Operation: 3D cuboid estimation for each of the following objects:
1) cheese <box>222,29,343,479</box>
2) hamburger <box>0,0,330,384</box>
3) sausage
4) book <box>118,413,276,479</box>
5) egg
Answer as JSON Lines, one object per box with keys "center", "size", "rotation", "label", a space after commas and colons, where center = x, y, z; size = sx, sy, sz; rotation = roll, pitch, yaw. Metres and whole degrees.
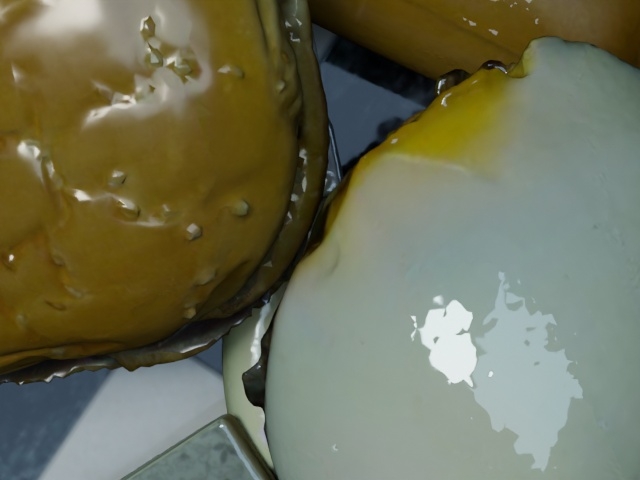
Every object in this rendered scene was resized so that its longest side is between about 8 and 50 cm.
{"center": [0.000, 0.000, 0.933], "size": [0.127, 0.050, 0.255], "rotation": [-10, 90, -3], "label": "cheese"}
{"center": [-0.143, -0.061, 0.834], "size": [0.319, 0.158, 0.318], "rotation": [4, 108, 11], "label": "hamburger"}
{"center": [0.081, -0.131, 0.912], "size": [0.328, 0.112, 0.112], "rotation": [25, 88, -5], "label": "sausage"}
{"center": [-0.051, 0.274, 0.920], "size": [0.217, 0.021, 0.310], "rotation": [-33, 91, 9], "label": "book"}
{"center": [0.119, 0.062, 0.831], "size": [0.264, 0.174, 0.286], "rotation": [20, 98, -39], "label": "egg"}
